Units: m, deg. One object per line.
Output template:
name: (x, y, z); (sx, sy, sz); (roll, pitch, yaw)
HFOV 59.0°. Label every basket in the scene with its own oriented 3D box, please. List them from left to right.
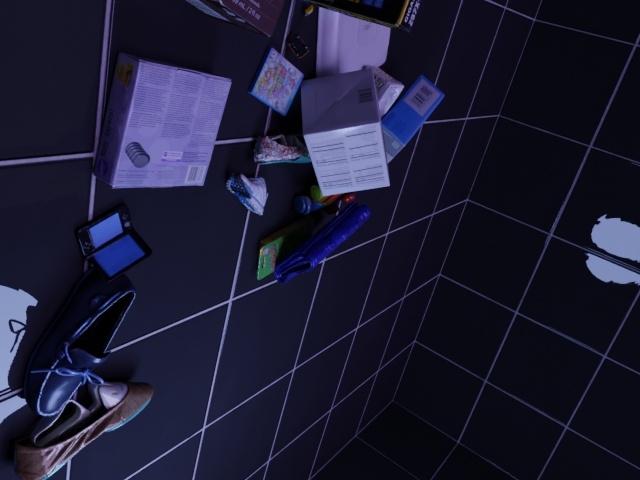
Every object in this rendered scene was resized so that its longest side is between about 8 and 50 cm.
basket: (0.149, -0.424, 1.686); (0.167, 0.103, 0.113); (-54, 164, 28)

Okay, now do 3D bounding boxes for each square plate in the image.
square plate: (0.110, -0.601, 1.567); (0.347, 0.049, 0.344); (-39, 146, -39)

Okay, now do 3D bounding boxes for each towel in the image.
towel: (0.000, 0.000, 1.745); (0.308, 0.076, 0.227); (-41, -173, -35)

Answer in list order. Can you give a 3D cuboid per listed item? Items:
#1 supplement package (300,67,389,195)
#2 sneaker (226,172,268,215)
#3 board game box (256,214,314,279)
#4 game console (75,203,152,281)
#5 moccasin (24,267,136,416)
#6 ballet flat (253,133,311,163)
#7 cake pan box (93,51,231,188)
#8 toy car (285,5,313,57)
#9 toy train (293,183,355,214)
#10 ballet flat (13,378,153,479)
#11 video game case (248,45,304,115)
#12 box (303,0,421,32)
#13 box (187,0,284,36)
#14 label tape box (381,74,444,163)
supplement package: (0.071, -0.287, 1.537); (0.263, 0.197, 0.199); (69, 15, -56)
sneaker: (-0.182, -0.140, 1.465); (0.083, 0.071, 0.191); (-63, 163, -14)
board game box: (-0.113, 0.019, 1.757); (0.259, 0.039, 0.124); (-35, 143, -48)
game console: (-0.419, 0.003, 1.157); (0.122, 0.071, 0.107); (-40, 146, -39)
moccasin: (-0.497, 0.217, 1.164); (0.137, 0.116, 0.342); (17, 100, -63)
ballet flat: (-0.091, -0.244, 1.509); (0.241, 0.091, 0.077); (-15, 102, -61)
cake pan box: (-0.308, -0.232, 1.144); (0.266, 0.070, 0.246); (-12, 127, -57)
toy car: (-0.036, -0.508, 1.389); (0.122, 0.060, 0.040); (-56, -175, 2)
toy train: (0.033, -0.156, 1.683); (0.143, 0.105, 0.248); (-18, 169, -40)
ballet flat: (-0.540, 0.399, 1.296); (0.342, 0.116, 0.124); (-32, 121, -40)
video game case: (-0.108, -0.393, 1.409); (0.166, 0.015, 0.119); (17, 99, -63)
box: (0.088, -0.617, 1.208); (0.079, 0.321, 0.257); (-12, 126, -59)
box: (-0.158, -0.516, 1.034); (0.168, 0.167, 0.203); (6, 109, -62)
label tape box: (0.241, -0.364, 1.909); (0.249, 0.115, 0.347); (-51, -175, -21)
